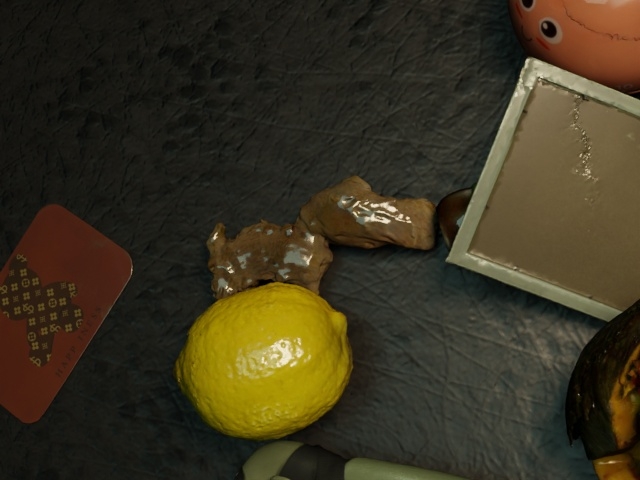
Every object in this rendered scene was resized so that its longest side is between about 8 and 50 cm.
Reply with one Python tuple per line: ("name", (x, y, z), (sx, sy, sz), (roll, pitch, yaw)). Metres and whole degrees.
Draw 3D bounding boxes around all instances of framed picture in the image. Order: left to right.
("framed picture", (0.307, -0.033, 0.963), (0.293, 0.018, 0.231), (21, 98, -3))

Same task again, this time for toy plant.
("toy plant", (0.215, -0.032, 1.024), (0.162, 0.093, 0.093), (-19, 74, 14))

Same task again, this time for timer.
("timer", (0.312, -0.271, 0.974), (0.229, 0.215, 0.230), (-3, 79, 18))

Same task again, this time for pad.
("pad", (-0.377, 0.095, 1.238), (0.181, 0.004, 0.267), (32, 90, 20))

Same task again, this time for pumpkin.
("pumpkin", (0.375, 0.178, 0.824), (0.192, 0.320, 0.320), (-35, 69, -18))

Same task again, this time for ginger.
("ginger", (-0.002, 0.001, 1.092), (0.290, 0.084, 0.122), (-17, 70, 14))

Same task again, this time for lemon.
("lemon", (-0.061, 0.136, 1.039), (0.193, 0.180, 0.180), (-36, 70, -13))

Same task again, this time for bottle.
("bottle", (0.070, 0.312, 0.967), (0.346, 0.168, 0.169), (11, 83, 22))
